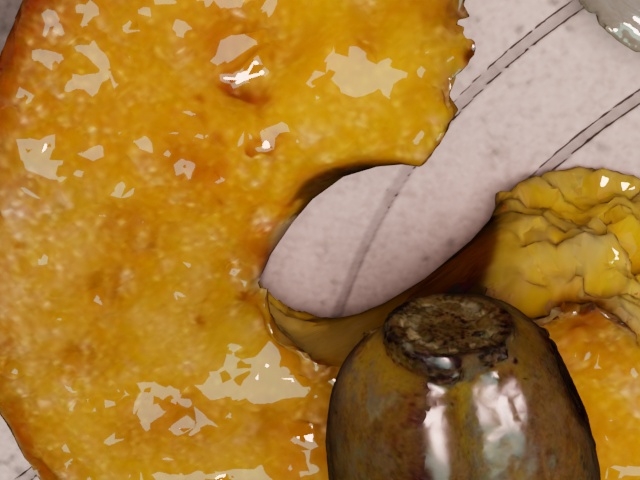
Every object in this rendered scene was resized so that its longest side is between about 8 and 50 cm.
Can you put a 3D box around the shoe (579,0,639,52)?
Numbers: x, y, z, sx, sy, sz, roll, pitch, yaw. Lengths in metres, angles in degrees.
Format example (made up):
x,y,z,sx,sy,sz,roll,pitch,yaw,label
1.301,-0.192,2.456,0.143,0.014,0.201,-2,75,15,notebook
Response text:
x,y,z,sx,sy,sz,roll,pitch,yaw,label
0.249,-0.133,0.728,0.227,0.099,0.125,20,118,-4,shoe

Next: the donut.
x,y,z,sx,sy,sz,roll,pitch,yaw,label
0.000,0.000,0.770,0.377,0.163,0.435,-28,114,15,donut

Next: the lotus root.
x,y,z,sx,sy,sz,roll,pitch,yaw,label
0.072,0.131,0.679,0.124,0.123,0.241,-21,117,-18,lotus root
